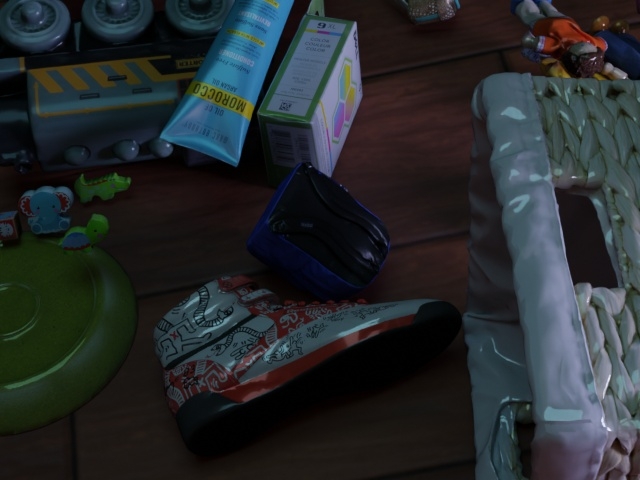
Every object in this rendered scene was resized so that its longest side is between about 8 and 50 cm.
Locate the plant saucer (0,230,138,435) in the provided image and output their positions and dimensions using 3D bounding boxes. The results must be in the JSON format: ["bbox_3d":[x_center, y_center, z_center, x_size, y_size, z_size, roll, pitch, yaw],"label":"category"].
[{"bbox_3d":[-0.298,0.075,1.224,0.241,0.037,0.241,-3,50,4],"label":"plant saucer"}]

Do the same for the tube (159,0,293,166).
[{"bbox_3d":[-0.084,-0.174,1.262,0.080,0.052,0.207,19,70,5],"label":"tube"}]

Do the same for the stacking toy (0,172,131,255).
[{"bbox_3d":[-0.306,-0.029,1.253,0.221,0.052,0.167,-8,22,1],"label":"stacking toy"}]

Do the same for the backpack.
[{"bbox_3d":[0.000,0.000,1.210,0.120,0.101,0.098,33,60,-8],"label":"backpack"}]

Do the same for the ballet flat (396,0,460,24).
[{"bbox_3d":[0.099,-0.326,1.485,0.067,0.073,0.206,-24,47,6],"label":"ballet flat"}]

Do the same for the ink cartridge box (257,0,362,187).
[{"bbox_3d":[0.000,-0.162,1.334,0.062,0.109,0.209,10,52,15],"label":"ink cartridge box"}]

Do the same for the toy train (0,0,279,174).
[{"bbox_3d":[-0.203,-0.165,1.336,0.334,0.142,0.190,-6,58,-8],"label":"toy train"}]

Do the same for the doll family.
[{"bbox_3d":[0.316,-0.175,1.322,0.263,0.118,0.163,-6,41,-21],"label":"doll family"}]

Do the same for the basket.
[{"bbox_3d":[0.253,0.086,0.958,0.266,0.331,0.328,-4,50,2],"label":"basket"}]

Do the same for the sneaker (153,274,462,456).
[{"bbox_3d":[-0.020,0.077,1.147,0.270,0.090,0.145,-24,53,-5],"label":"sneaker"}]
